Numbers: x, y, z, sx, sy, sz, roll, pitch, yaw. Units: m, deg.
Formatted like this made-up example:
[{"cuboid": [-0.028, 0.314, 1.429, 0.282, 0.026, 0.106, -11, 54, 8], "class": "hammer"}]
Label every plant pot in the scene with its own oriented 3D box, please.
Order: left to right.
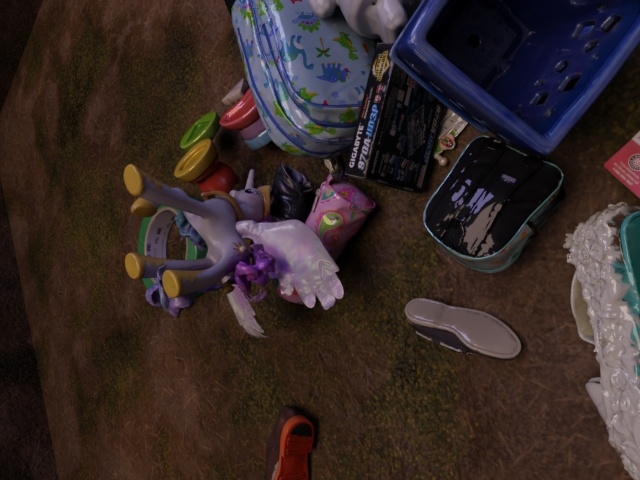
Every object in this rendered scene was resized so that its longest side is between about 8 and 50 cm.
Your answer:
[{"cuboid": [0.239, -0.277, 0.617, 0.236, 0.235, 0.212, -55, 14, 9], "class": "plant pot"}]

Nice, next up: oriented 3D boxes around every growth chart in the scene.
[{"cuboid": [0.239, -0.281, 0.861, 0.172, 0.021, 0.237, 47, 116, 33], "class": "growth chart"}]

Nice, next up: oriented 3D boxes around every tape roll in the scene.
[{"cuboid": [-0.432, 0.023, 1.387, 0.321, 0.077, 0.322, -3, 85, 40], "class": "tape roll"}]

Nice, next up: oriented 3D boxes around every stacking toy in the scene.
[{"cuboid": [-0.219, -0.259, 1.187, 0.309, 0.130, 0.280, -41, 34, 6], "class": "stacking toy"}]

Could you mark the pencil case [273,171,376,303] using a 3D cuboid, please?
[{"cuboid": [0.000, 0.000, 0.984, 0.124, 0.124, 0.284, 47, 119, 32], "class": "pencil case"}]

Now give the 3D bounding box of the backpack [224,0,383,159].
[{"cuboid": [-0.016, -0.340, 0.916, 0.273, 0.289, 0.356, 2, 97, 62], "class": "backpack"}]

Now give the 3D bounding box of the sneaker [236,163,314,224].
[{"cuboid": [-0.116, -0.111, 1.114, 0.268, 0.101, 0.153, 26, 96, 41], "class": "sneaker"}]

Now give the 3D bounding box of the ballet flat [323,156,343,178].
[{"cuboid": [0.018, -0.190, 1.034, 0.041, 0.041, 0.115, -36, 65, 34], "class": "ballet flat"}]

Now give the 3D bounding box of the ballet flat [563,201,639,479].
[{"cuboid": [0.424, 0.156, 0.631, 0.146, 0.146, 0.410, -13, 77, 40], "class": "ballet flat"}]

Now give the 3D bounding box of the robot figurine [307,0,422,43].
[{"cuboid": [0.097, -0.497, 0.787, 0.299, 0.200, 0.354, -23, 79, 6], "class": "robot figurine"}]

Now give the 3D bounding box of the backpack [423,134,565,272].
[{"cuboid": [0.265, -0.046, 0.735, 0.165, 0.144, 0.188, 39, 86, 33], "class": "backpack"}]

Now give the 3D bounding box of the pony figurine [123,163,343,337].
[{"cuboid": [-0.167, 0.018, 0.875, 0.302, 0.363, 0.351, -30, 78, 34], "class": "pony figurine"}]

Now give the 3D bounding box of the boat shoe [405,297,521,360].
[{"cuboid": [0.248, 0.163, 0.820, 0.206, 0.075, 0.065, 18, 142, 35], "class": "boat shoe"}]

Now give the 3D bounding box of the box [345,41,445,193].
[{"cuboid": [0.140, -0.203, 0.810, 0.051, 0.175, 0.221, 20, 100, 43], "class": "box"}]

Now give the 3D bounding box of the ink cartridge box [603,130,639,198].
[{"cuboid": [0.495, -0.114, 0.554, 0.218, 0.092, 0.159, -52, 43, 30], "class": "ink cartridge box"}]

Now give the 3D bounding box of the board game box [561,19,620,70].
[{"cuboid": [0.373, -0.382, 0.732, 0.210, 0.047, 0.160, 52, 119, 29], "class": "board game box"}]

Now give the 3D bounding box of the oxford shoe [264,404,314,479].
[{"cuboid": [-0.083, 0.514, 1.067, 0.098, 0.096, 0.272, 23, 99, 59], "class": "oxford shoe"}]
